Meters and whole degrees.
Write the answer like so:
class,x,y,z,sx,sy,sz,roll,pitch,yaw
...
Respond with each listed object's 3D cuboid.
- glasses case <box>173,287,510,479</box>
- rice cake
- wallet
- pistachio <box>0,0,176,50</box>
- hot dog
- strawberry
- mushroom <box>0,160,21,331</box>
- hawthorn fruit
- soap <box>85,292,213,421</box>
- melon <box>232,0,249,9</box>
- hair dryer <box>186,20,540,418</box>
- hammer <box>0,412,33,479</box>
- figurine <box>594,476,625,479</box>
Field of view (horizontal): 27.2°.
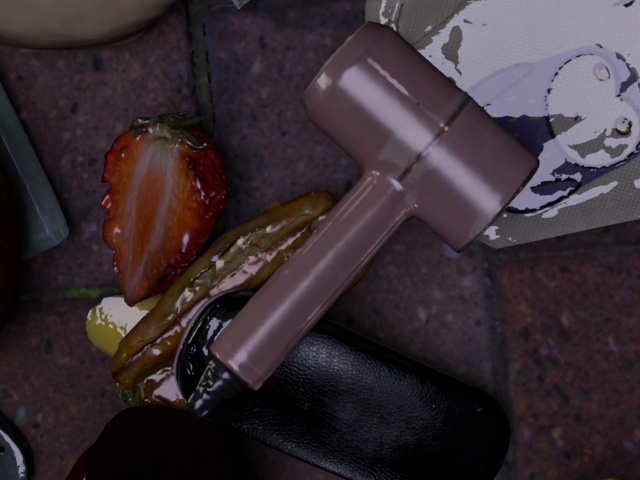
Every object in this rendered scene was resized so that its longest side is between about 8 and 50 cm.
class,x,y,z,sx,sy,sz,roll,pitch,yaw
glasses case,0.023,0.141,1.155,0.314,0.075,0.122,25,98,-17
rice cake,-0.311,-0.087,1.246,0.080,0.042,0.222,-24,91,38
wallet,0.189,-0.155,1.140,0.274,0.068,0.335,-24,94,18
pistachio,-0.221,-0.236,1.175,0.223,0.126,0.152,-12,135,2
hot dog,-0.074,0.055,1.180,0.269,0.072,0.115,-36,125,-3
strawberry,-0.136,-0.026,1.199,0.146,0.082,0.187,30,108,49
mushroom,-0.417,-0.031,1.172,0.345,0.345,0.239,-10,49,11
hawthorn fruit,-0.131,0.256,1.167,0.189,0.251,0.190,-3,63,6
soap,-0.137,0.100,1.242,0.168,0.033,0.089,36,91,5
melon,-0.077,-0.320,1.169,0.139,0.093,0.203,26,94,15
hair dryer,0.000,0.000,1.072,0.189,0.107,0.344,42,81,0
hammer,-0.420,0.217,1.303,0.287,0.033,0.111,-1,96,10
figurine,0.256,0.352,1.047,0.196,0.323,0.320,1,96,11
